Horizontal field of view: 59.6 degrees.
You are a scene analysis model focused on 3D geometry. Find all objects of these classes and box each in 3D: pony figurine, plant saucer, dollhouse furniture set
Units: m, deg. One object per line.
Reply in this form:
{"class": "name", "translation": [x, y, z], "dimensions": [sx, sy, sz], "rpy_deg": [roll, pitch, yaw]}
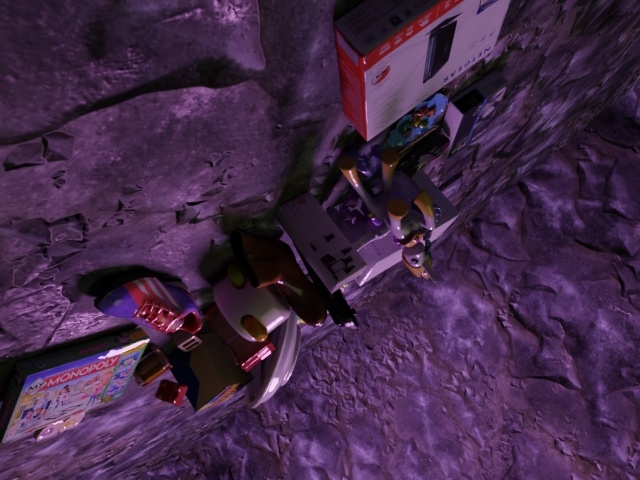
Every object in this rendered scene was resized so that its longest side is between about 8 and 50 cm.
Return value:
{"class": "pony figurine", "translation": [0.158, -0.075, 1.399], "dimensions": [0.302, 0.351, 0.363], "rpy_deg": [-39, 146, -8]}
{"class": "plant saucer", "translation": [-0.148, 0.381, 1.911], "dimensions": [0.400, 0.100, 0.401], "rpy_deg": [-162, -90, -78]}
{"class": "dollhouse furniture set", "translation": [-0.341, 0.341, 1.634], "dimensions": [0.374, 0.201, 0.152], "rpy_deg": [-35, 164, -11]}

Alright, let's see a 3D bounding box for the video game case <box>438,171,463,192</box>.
{"class": "video game case", "translation": [0.460, -0.159, 2.294], "dimensions": [0.274, 0.026, 0.196], "rpy_deg": [-35, 164, -5]}

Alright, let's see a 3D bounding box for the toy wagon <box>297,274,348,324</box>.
{"class": "toy wagon", "translation": [-0.012, 0.230, 2.177], "dimensions": [0.267, 0.068, 0.344], "rpy_deg": [-38, 149, 6]}

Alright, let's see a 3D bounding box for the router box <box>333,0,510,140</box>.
{"class": "router box", "translation": [0.189, -0.366, 1.007], "dimensions": [0.335, 0.082, 0.301], "rpy_deg": [-37, 164, -4]}

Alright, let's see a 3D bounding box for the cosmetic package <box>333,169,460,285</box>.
{"class": "cosmetic package", "translation": [0.213, -0.052, 1.711], "dimensions": [0.385, 0.217, 0.156], "rpy_deg": [-29, 163, -35]}

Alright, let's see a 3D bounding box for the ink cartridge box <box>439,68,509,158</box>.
{"class": "ink cartridge box", "translation": [0.428, -0.344, 1.631], "dimensions": [0.165, 0.065, 0.333], "rpy_deg": [-36, 165, -7]}

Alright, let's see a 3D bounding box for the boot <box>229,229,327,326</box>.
{"class": "boot", "translation": [-0.094, 0.099, 1.379], "dimensions": [0.096, 0.264, 0.280], "rpy_deg": [-25, 169, 12]}

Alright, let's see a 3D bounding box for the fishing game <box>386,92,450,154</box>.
{"class": "fishing game", "translation": [0.254, -0.298, 1.425], "dimensions": [0.189, 0.041, 0.264], "rpy_deg": [-35, 165, 2]}

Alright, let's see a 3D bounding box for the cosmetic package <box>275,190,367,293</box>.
{"class": "cosmetic package", "translation": [0.000, 0.000, 1.341], "dimensions": [0.098, 0.239, 0.060], "rpy_deg": [-30, 162, -26]}

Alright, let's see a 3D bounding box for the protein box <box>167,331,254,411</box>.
{"class": "protein box", "translation": [-0.358, 0.421, 1.823], "dimensions": [0.136, 0.200, 0.201], "rpy_deg": [-40, 165, 12]}

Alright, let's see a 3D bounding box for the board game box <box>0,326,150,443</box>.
{"class": "board game box", "translation": [-0.569, 0.327, 1.299], "dimensions": [0.317, 0.046, 0.214], "rpy_deg": [-10, 137, -57]}

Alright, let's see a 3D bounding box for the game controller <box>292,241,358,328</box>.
{"class": "game controller", "translation": [0.014, 0.089, 1.480], "dimensions": [0.067, 0.319, 0.166], "rpy_deg": [-31, 162, 9]}

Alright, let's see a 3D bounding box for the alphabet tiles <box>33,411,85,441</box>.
{"class": "alphabet tiles", "translation": [-0.614, 0.394, 1.430], "dimensions": [0.284, 0.021, 0.278], "rpy_deg": [-53, 161, 15]}

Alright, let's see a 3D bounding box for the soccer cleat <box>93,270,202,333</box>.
{"class": "soccer cleat", "translation": [-0.355, 0.145, 1.204], "dimensions": [0.108, 0.116, 0.318], "rpy_deg": [-39, 165, 5]}

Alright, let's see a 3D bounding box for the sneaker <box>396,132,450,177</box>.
{"class": "sneaker", "translation": [0.299, -0.249, 1.637], "dimensions": [0.178, 0.072, 0.077], "rpy_deg": [-35, 178, 22]}

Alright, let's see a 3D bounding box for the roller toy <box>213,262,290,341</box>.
{"class": "roller toy", "translation": [-0.185, 0.164, 1.480], "dimensions": [0.146, 0.209, 0.191], "rpy_deg": [-38, 173, 4]}
